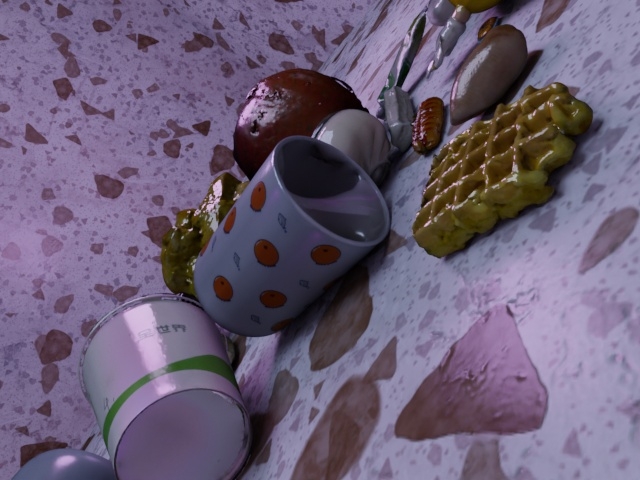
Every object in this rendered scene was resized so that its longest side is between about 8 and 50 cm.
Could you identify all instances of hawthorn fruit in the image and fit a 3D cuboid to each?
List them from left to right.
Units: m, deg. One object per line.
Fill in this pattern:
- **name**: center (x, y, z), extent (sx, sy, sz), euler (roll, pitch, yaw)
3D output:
- **hawthorn fruit**: center (-0.047, -0.220, 1.201), extent (0.316, 0.316, 0.316), euler (-50, 16, 20)

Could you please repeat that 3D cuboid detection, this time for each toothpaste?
- **toothpaste**: center (0.176, -0.377, 1.173), extent (0.078, 0.047, 0.248), euler (-70, 2, -64)

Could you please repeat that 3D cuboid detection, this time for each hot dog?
- **hot dog**: center (0.175, -0.192, 0.906), extent (0.062, 0.038, 0.144), euler (-42, 21, 42)

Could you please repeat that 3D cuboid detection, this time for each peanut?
- **peanut**: center (0.227, -0.224, 0.753), extent (0.152, 0.076, 0.076), euler (-58, 14, 12)

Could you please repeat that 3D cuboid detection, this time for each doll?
- **doll**: center (0.284, -0.496, 0.987), extent (0.348, 0.161, 0.423), euler (115, 178, -45)

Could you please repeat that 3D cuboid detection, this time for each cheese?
- **cheese**: center (0.286, -0.353, 0.944), extent (0.047, 0.017, 0.111), euler (-41, 21, 51)

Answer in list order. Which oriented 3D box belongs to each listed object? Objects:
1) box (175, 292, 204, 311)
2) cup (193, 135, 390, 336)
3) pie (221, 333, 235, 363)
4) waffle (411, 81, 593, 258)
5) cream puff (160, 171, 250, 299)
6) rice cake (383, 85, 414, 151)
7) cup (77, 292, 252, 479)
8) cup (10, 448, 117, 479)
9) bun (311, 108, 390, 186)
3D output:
- **box**: center (-0.390, 0.307, 1.382), extent (0.350, 0.091, 0.359), euler (-64, 0, -21)
- **cup**: center (-0.067, 0.015, 0.899), extent (0.317, 0.212, 0.212), euler (-47, 18, 35)
- **pie**: center (-0.292, 0.340, 1.176), extent (0.339, 0.077, 0.339), euler (-54, 8, 12)
- **waffle**: center (0.195, -0.084, 0.593), extent (0.211, 0.055, 0.160), euler (-36, 24, 50)
- **cream puff**: center (-0.236, -0.008, 1.245), extent (0.323, 0.274, 0.270), euler (-100, 3, -63)
- **rice cake**: center (0.152, -0.244, 1.068), extent (0.256, 0.052, 0.057), euler (-83, -1, -59)
- **cup**: center (-0.233, 0.243, 0.847), extent (0.253, 0.253, 0.274), euler (-56, 31, -1)
- **cup**: center (-0.484, 0.587, 1.006), extent (0.274, 0.259, 0.356), euler (-77, -6, -55)
- **bun**: center (0.064, -0.144, 0.981), extent (0.173, 0.120, 0.173), euler (-41, -33, -34)
